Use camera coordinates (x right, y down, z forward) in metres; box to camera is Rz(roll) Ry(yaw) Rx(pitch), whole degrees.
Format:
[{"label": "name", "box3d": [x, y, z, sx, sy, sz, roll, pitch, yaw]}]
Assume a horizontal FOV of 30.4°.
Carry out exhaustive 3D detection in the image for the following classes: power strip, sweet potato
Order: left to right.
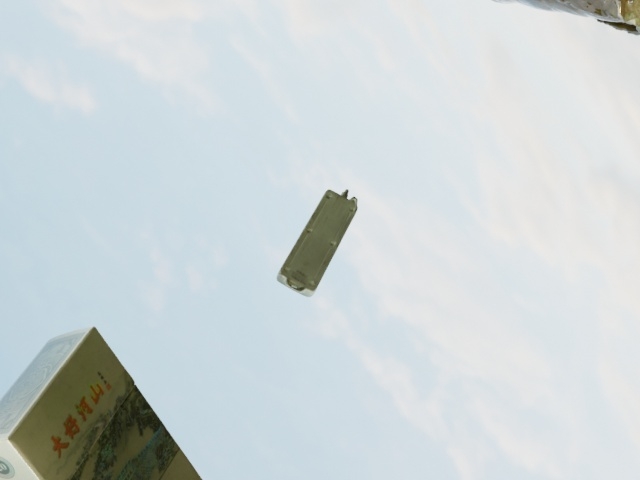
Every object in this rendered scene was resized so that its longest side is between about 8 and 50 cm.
[{"label": "power strip", "box3d": [0.000, 0.000, 0.775, 0.027, 0.017, 0.083, 30, -114, 0]}, {"label": "sweet potato", "box3d": [0.195, -0.231, 0.984, 0.112, 0.085, 0.286, 19, -170, -24]}]

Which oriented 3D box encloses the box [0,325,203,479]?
[{"label": "box", "box3d": [-0.210, 0.235, 1.146, 0.256, 0.069, 0.164, 59, -146, -23]}]
